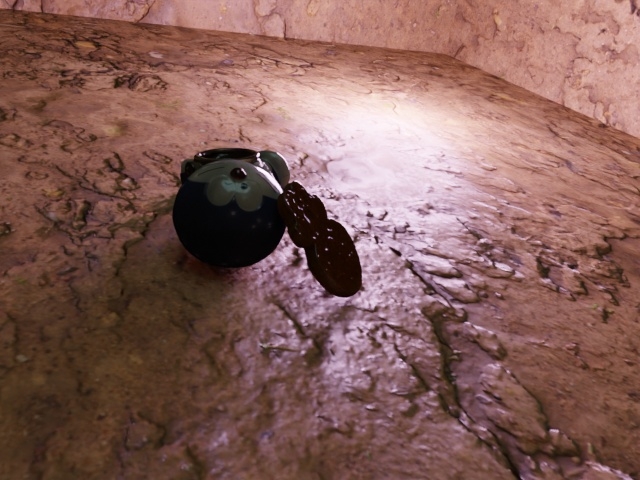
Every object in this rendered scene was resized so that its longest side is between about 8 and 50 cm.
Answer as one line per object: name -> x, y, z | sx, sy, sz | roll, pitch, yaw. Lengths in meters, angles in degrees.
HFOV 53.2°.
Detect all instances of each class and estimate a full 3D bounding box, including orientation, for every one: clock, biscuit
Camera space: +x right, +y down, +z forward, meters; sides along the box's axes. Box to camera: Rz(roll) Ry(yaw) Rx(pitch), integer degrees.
clock -> -0.117, -0.056, 0.921 | 0.199, 0.147, 0.243 | 6, 22, 1
biscuit -> 0.000, 0.000, 0.865 | 0.026, 0.175, 0.124 | -27, 18, 28
